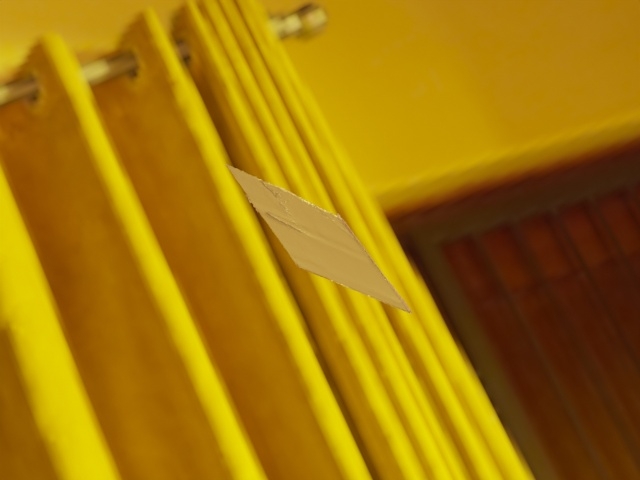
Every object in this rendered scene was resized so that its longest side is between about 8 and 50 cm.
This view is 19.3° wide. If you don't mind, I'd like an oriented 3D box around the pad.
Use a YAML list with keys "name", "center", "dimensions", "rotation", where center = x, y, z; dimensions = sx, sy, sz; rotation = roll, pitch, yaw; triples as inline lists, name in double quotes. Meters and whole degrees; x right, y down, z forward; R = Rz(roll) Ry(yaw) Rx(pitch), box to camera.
- name: "pad"
  center: [0.000, 0.000, 1.921]
  dimensions: [0.004, 0.156, 0.232]
  rotation: [-45, -32, 15]
